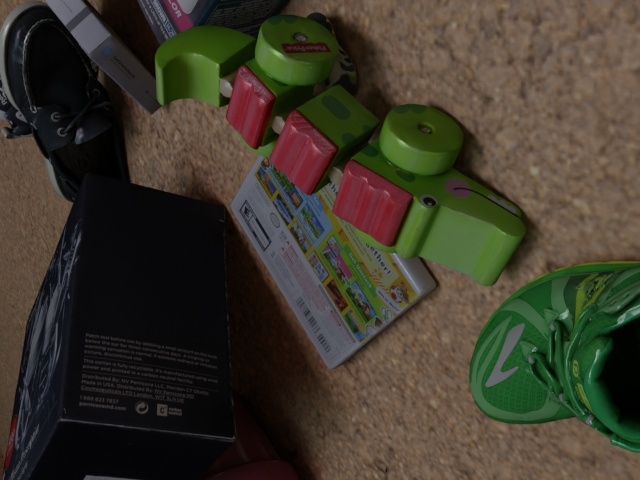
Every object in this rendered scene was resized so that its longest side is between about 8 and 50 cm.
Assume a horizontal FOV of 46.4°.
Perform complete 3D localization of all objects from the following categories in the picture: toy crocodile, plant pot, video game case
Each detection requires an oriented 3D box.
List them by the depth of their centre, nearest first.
[{"bbox_3d":[0.010,-0.077,0.615,0.341,0.105,0.115,38,138,13],"label":"toy crocodile"},{"bbox_3d":[0.000,0.000,0.771,0.227,0.026,0.206,58,144,14],"label":"video game case"},{"bbox_3d":[-0.139,0.307,1.004,0.180,0.201,0.201,64,148,32],"label":"plant pot"}]

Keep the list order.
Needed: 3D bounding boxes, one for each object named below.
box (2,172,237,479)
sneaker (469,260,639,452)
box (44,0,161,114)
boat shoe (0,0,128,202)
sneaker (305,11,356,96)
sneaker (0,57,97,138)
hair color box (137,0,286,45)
[{"bbox_3d":[-0.253,0.157,0.903,0.343,0.179,0.312,-52,34,41],"label":"box"},{"bbox_3d":[0.185,0.069,0.480,0.295,0.124,0.109,-35,81,55],"label":"sneaker"},{"bbox_3d":[-0.274,-0.252,0.908,0.186,0.038,0.145,48,180,24],"label":"box"},{"bbox_3d":[-0.329,-0.157,1.015,0.113,0.127,0.340,33,143,23],"label":"boat shoe"},{"bbox_3d":[0.008,-0.164,0.668,0.035,0.031,0.083,-121,9,-72],"label":"sneaker"},{"bbox_3d":[-0.413,-0.233,1.070,0.094,0.153,0.235,53,143,18],"label":"sneaker"},{"bbox_3d":[-0.061,-0.311,0.604,0.347,0.105,0.173,-34,82,54],"label":"hair color box"}]
